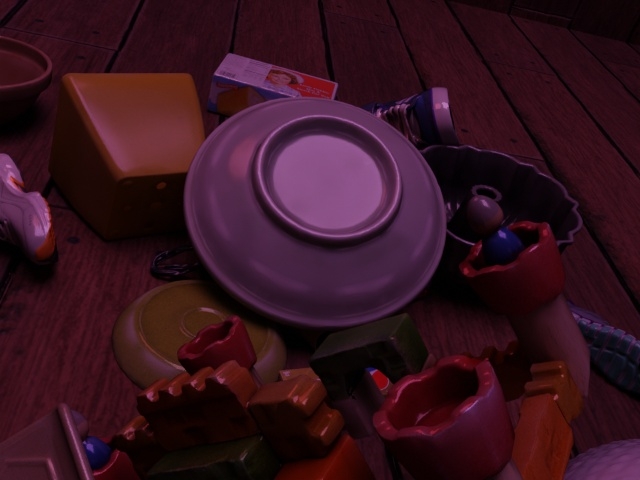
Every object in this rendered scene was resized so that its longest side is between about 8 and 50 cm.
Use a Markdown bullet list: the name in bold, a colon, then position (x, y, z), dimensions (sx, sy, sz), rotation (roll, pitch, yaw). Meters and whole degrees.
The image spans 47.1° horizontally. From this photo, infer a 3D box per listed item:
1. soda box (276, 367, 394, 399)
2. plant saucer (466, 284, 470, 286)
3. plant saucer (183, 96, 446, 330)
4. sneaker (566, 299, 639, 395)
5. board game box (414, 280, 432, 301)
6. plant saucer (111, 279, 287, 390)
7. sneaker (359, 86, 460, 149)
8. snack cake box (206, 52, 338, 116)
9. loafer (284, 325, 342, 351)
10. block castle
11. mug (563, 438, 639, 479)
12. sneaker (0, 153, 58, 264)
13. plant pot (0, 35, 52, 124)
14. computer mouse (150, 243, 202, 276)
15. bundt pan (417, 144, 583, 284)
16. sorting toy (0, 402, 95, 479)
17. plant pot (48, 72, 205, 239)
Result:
- **soda box**: position (0.033, 0.201, 0.948), dimensions (0.181, 0.058, 0.061), rotation (-2, 37, -25)
- **plant saucer**: position (0.285, 0.029, 1.338), dimensions (0.168, 0.029, 0.168), rotation (12, 33, -8)
- **plant saucer**: position (0.004, -0.071, 1.067), dimensions (0.400, 0.100, 0.401), rotation (5, 61, -9)
- **sneaker**: position (0.464, 0.159, 1.178), dimensions (0.223, 0.083, 0.098), rotation (36, 33, 28)
- **board game box**: position (0.000, 0.000, 1.244), dimensions (0.208, 0.056, 0.347), rotation (-15, 44, -33)
- **plant saucer**: position (-0.158, 0.125, 0.998), dimensions (0.240, 0.037, 0.241), rotation (11, 34, -8)
- **sneaker**: position (0.146, -0.223, 1.492), dimensions (0.236, 0.130, 0.323), rotation (-14, 11, 6)
- **snack cake box**: position (-0.102, -0.320, 1.631), dimensions (0.264, 0.089, 0.152), rotation (16, 31, -2)
- **loafer**: position (-0.002, 0.126, 1.045), dimensions (0.148, 0.056, 0.050), rotation (25, 28, 13)
- **block castle**: position (-0.009, 0.146, 0.660), dimensions (0.213, 0.453, 0.303), rotation (61, 35, -13)
- **mug**: position (0.264, 0.343, 0.578), dimensions (0.276, 0.374, 0.328), rotation (25, -6, 22)
- **sneaker**: position (-0.468, -0.032, 1.059), dimensions (0.121, 0.099, 0.262), rotation (-20, 39, -32)
- **plant pot**: position (-0.614, -0.282, 1.334), dimensions (0.237, 0.110, 0.237), rotation (12, 33, -8)
- **computer mouse**: position (-0.134, 0.042, 1.111), dimensions (0.242, 0.041, 0.071), rotation (2, 55, 2)
- **bundt pan**: position (0.273, -0.032, 1.279), dimensions (0.330, 0.124, 0.331), rotation (7, 36, -5)
- **sorting toy**: position (-0.281, 0.242, 0.613), dimensions (0.229, 0.041, 0.307), rotation (-34, 59, 3)
- **plant pot**: position (-0.292, -0.122, 1.167), dimensions (0.212, 0.212, 0.187), rotation (-8, 54, -33)
